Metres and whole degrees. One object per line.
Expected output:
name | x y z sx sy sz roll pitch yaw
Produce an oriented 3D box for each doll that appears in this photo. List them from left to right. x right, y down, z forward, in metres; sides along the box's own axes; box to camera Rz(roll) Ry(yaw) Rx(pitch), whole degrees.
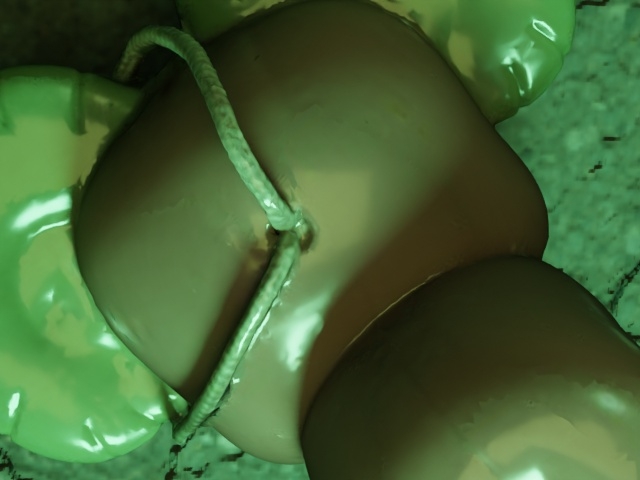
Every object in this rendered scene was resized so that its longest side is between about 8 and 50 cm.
doll | 0.000 0.000 0.481 0.284 0.216 0.268 -44 104 3
